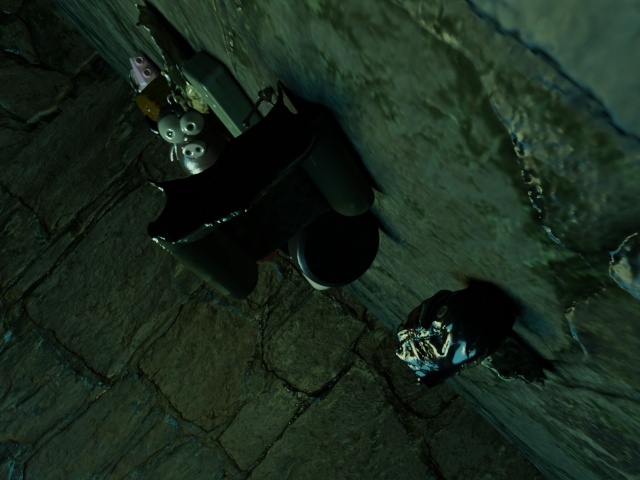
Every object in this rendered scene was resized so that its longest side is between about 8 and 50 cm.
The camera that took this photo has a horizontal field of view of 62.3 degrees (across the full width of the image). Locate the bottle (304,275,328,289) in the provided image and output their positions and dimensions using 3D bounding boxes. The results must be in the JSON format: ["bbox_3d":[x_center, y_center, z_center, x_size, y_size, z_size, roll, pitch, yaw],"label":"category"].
[{"bbox_3d":[-0.020,-0.022,1.155,0.236,0.147,0.147,52,173,-12],"label":"bottle"}]

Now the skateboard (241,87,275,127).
[{"bbox_3d":[-0.064,-0.168,0.755,0.083,0.064,0.032,34,172,-25],"label":"skateboard"}]

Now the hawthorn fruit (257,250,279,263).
[{"bbox_3d":[-0.139,-0.013,1.222,0.203,0.162,0.163,22,-169,-41],"label":"hawthorn fruit"}]

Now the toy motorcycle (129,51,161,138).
[{"bbox_3d":[-0.454,-0.400,1.557,0.327,0.143,0.188,61,162,-15],"label":"toy motorcycle"}]

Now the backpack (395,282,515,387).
[{"bbox_3d":[0.180,0.119,0.722,0.106,0.120,0.165,45,142,6],"label":"backpack"}]

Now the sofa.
[{"bbox_3d":[-0.069,-0.042,0.699,0.200,0.258,0.182,51,-175,-48],"label":"sofa"}]

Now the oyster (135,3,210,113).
[{"bbox_3d":[-0.263,-0.331,0.966,0.133,0.072,0.209,-129,14,-78],"label":"oyster"}]

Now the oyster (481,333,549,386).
[{"bbox_3d":[0.271,0.163,0.827,0.177,0.064,0.125,33,-174,14],"label":"oyster"}]

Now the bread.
[{"bbox_3d":[-0.354,-0.315,1.367,0.253,0.142,0.227,41,167,49],"label":"bread"}]

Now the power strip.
[{"bbox_3d":[-0.141,-0.216,0.973,0.093,0.053,0.288,40,173,37],"label":"power strip"}]

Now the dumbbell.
[{"bbox_3d":[-0.008,-0.020,0.963,0.152,0.152,0.218,46,175,-28],"label":"dumbbell"}]

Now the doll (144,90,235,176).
[{"bbox_3d":[-0.282,-0.223,1.217,0.117,0.182,0.257,-93,-16,-47],"label":"doll"}]
